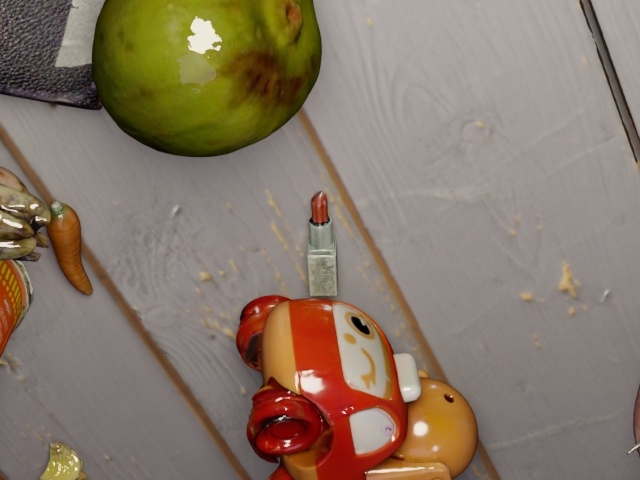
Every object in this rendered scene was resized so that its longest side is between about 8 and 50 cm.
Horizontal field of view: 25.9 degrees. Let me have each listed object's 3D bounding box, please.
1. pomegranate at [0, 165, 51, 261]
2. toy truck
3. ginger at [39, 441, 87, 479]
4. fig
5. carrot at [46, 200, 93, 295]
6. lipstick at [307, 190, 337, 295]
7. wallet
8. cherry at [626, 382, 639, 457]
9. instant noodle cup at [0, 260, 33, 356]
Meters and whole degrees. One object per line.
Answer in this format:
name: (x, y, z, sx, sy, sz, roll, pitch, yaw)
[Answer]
pomegranate: (-0.417, -0.026, 1.264, 0.340, 0.285, 0.285, 1, 130, 2)
toy truck: (0.043, 0.175, 1.473, 0.239, 0.189, 0.265, -11, 132, 1)
ginger: (-0.305, 0.302, 1.685, 0.057, 0.044, 0.137, -18, 131, -5)
fig: (-0.114, -0.167, 1.191, 0.225, 0.203, 0.203, -8, 133, 38)
carrot: (-0.260, 0.008, 1.442, 0.035, 0.035, 0.142, -1, 137, 4)
lipstick: (0.001, 0.000, 1.420, 0.030, 0.030, 0.129, 0, 130, 3)
wallet: (-0.296, -0.235, 1.223, 0.262, 0.071, 0.221, 13, 125, -12)
cherry: (0.436, 0.176, 1.432, 0.285, 0.213, 0.236, -11, 160, -17)
instant noodle cup: (-0.407, 0.113, 1.418, 0.193, 0.212, 0.193, 1, 130, 2)
